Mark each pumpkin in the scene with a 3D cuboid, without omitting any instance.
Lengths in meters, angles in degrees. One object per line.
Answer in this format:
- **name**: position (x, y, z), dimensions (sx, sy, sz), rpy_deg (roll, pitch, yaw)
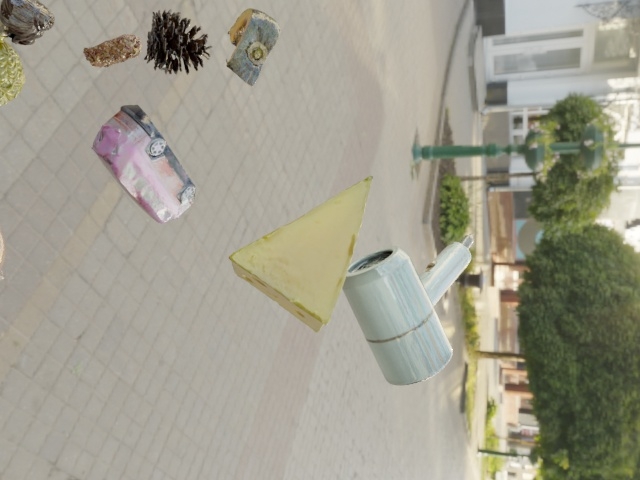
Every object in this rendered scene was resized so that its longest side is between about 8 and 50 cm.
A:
- **pumpkin**: position (-0.269, -0.709, 2.067), dimensions (0.139, 0.190, 0.281), rpy_deg (32, 80, -33)

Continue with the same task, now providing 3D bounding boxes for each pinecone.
- **pinecone**: position (-0.366, -0.507, 1.464), dimensions (0.163, 0.165, 0.163), rpy_deg (-171, -90, -72)

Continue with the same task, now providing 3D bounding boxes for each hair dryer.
- **hair dryer**: position (0.171, 0.053, 0.880), dimensions (0.357, 0.107, 0.173), rpy_deg (-36, 105, -49)

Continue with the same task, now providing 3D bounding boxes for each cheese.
- **cheese**: position (0.000, 0.000, 0.651), dimensions (0.171, 0.126, 0.093), rpy_deg (-53, 174, -13)

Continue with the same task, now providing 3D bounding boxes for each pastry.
- **pastry**: position (-0.570, -0.512, 1.541), dimensions (0.087, 0.169, 0.063), rpy_deg (11, 67, -72)

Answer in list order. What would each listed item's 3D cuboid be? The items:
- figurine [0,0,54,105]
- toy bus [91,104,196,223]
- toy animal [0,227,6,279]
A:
- **figurine**: position (-0.831, -0.528, 1.479), dimensions (0.168, 0.315, 0.187), rpy_deg (45, 36, -6)
- **toy bus**: position (-0.408, -0.170, 1.324), dimensions (0.147, 0.127, 0.303), rpy_deg (-44, 152, -13)
- **toy animal**: position (-0.898, 0.023, 1.450), dimensions (0.154, 0.166, 0.250), rpy_deg (9, 57, -39)
